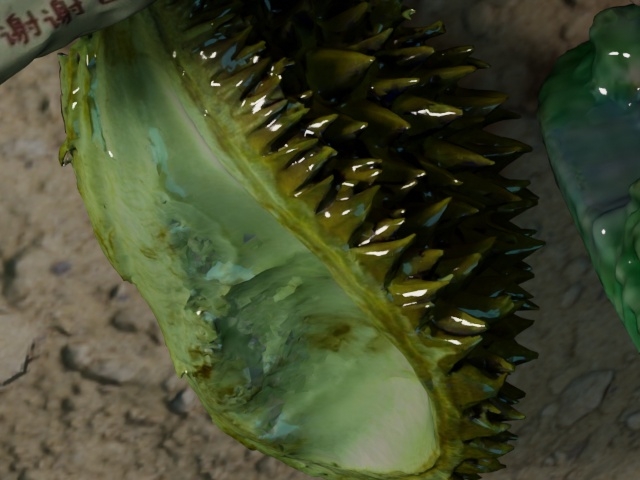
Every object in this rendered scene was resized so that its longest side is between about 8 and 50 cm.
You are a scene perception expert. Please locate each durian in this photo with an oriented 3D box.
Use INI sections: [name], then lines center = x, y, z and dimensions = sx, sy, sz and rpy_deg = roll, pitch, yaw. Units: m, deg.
[durian]
center = 0.003, -0.009, 0.890
dimensions = 0.198, 0.163, 0.394
rpy_deg = -4, 138, 30

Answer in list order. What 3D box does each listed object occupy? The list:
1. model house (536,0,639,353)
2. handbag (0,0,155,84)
[model house]
center = 0.223, -0.107, 0.750
dimensions = 0.245, 0.312, 0.280
rpy_deg = -15, 132, 0
[handbag]
center = -0.118, -0.167, 0.650
dimensions = 0.213, 0.127, 0.235
rpy_deg = -28, 132, -1
